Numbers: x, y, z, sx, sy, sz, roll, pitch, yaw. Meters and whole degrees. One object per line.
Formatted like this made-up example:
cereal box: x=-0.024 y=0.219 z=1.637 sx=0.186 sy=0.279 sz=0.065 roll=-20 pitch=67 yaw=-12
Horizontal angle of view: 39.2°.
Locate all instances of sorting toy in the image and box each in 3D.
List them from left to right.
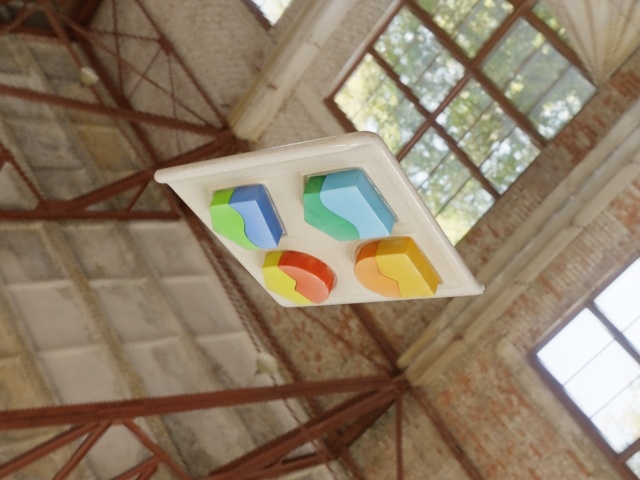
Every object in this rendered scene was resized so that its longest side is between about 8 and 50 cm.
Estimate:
sorting toy: x=0.000 y=0.000 z=0.692 sx=0.208 sy=0.193 sz=0.038 roll=47 pitch=-132 yaw=-42
